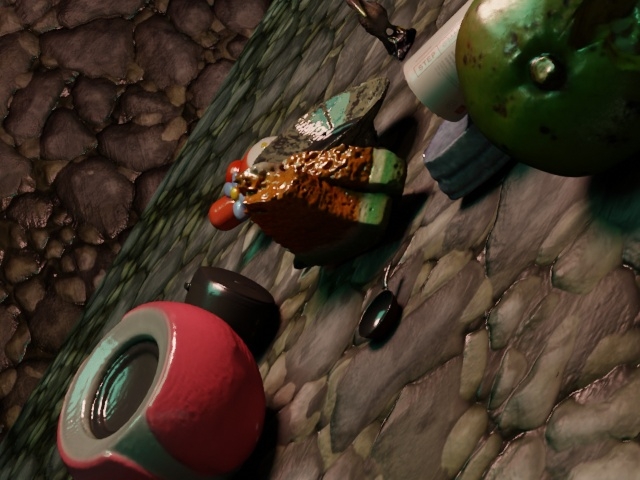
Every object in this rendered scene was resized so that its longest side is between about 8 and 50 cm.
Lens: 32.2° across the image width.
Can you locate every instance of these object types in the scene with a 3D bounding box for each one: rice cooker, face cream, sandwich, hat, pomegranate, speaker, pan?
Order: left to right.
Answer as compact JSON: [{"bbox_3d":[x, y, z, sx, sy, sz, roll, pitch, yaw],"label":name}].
[{"bbox_3d":[-0.209,0.223,1.493,0.294,0.294,0.294,-49,18,22],"label":"speaker"},{"bbox_3d":[-0.152,0.108,1.773,0.118,0.142,0.203,-69,15,-3],"label":"rice cooker"},{"bbox_3d":[0.001,-0.051,1.577,0.292,0.212,0.109,-10,63,42],"label":"sandwich"},{"bbox_3d":[0.031,-0.135,1.747,0.266,0.128,0.265,-34,22,16],"label":"hat"},{"bbox_3d":[0.082,0.076,1.390,0.068,0.023,0.115,-34,30,52],"label":"pan"},{"bbox_3d":[0.201,-0.240,1.277,0.214,0.096,0.095,-43,21,30],"label":"face cream"},{"bbox_3d":[0.269,-0.197,1.111,0.236,0.236,0.302,-39,1,44],"label":"pomegranate"}]

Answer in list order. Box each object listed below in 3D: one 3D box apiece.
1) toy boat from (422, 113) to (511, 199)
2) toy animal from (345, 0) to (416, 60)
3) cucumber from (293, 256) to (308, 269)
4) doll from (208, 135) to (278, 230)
[{"bbox_3d":[0.232,-0.172,1.355,0.283,0.078,0.127,-51,21,13],"label":"toy boat"},{"bbox_3d":[0.096,-0.392,1.990,0.105,0.202,0.070,30,88,50],"label":"toy animal"},{"bbox_3d":[0.000,0.000,1.740,0.133,0.032,0.032,-48,19,27],"label":"cucumber"},{"bbox_3d":[-0.087,-0.117,2.020,0.290,0.130,0.161,-30,33,26],"label":"doll"}]
